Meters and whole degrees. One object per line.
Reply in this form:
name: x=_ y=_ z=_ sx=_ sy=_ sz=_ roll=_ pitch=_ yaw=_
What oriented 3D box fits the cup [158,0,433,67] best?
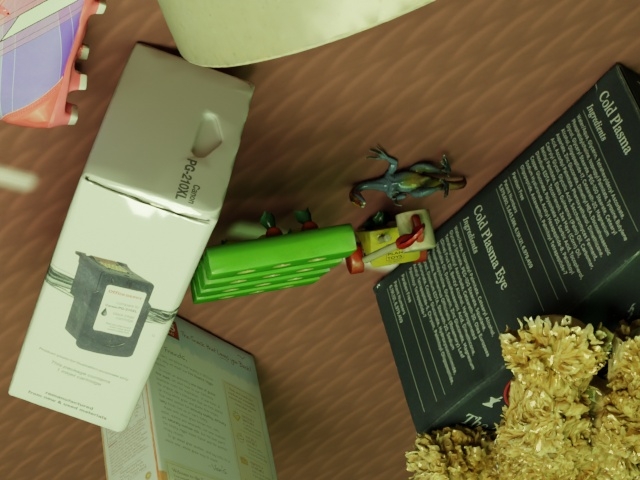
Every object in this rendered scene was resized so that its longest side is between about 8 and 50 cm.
cup: x=0.010 y=-0.280 z=0.828 sx=0.331 sy=0.331 sz=0.237 roll=-25 pitch=113 yaw=12

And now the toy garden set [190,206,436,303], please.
toy garden set: x=0.000 y=0.000 z=1.223 sx=0.203 sy=0.049 sz=0.244 roll=-10 pitch=174 yaw=-9

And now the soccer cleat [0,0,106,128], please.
soccer cleat: x=-0.193 y=-0.173 z=1.032 sx=0.095 sy=0.083 sz=0.248 roll=6 pitch=138 yaw=-15

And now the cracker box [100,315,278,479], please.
cracker box: x=-0.113 y=0.178 z=1.324 sx=0.067 sy=0.232 sz=0.155 roll=-36 pitch=134 yaw=24

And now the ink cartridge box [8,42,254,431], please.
ink cartridge box: x=-0.142 y=-0.002 z=1.150 sx=0.100 sy=0.172 sz=0.237 roll=20 pitch=130 yaw=-8

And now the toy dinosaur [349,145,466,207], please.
toy dinosaur: x=0.068 y=-0.042 z=1.282 sx=0.082 sy=0.047 sz=0.090 roll=-13 pitch=153 yaw=27

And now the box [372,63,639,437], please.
box: x=0.285 y=0.063 z=1.354 sx=0.343 sy=0.179 sz=0.312 roll=22 pitch=126 yaw=-35

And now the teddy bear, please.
teddy bear: x=0.202 y=0.180 z=1.241 sx=0.245 sy=0.113 sz=0.338 roll=12 pitch=133 yaw=-24
